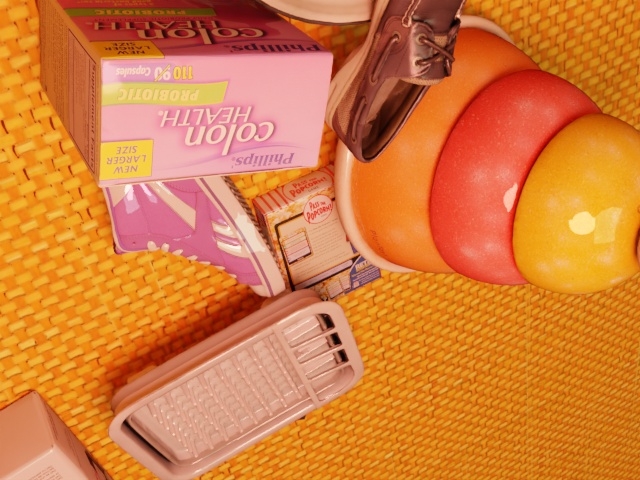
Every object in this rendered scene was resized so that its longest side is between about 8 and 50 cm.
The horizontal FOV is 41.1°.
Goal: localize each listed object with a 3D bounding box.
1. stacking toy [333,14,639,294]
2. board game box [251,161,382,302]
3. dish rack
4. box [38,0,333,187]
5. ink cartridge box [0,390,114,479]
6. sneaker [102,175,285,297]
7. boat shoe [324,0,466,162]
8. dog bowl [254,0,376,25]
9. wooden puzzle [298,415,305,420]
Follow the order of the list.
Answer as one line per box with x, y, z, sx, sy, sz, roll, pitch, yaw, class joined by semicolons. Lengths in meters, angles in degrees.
0.280;-0.046;0.993;0.350;0.479;0.351;-22;126;-34;stacking toy
0.000;0.000;1.164;0.146;0.045;0.194;-25;130;-15;board game box
-0.112;0.193;1.167;0.332;0.072;0.286;-30;148;-6;dish rack
-0.142;-0.165;0.829;0.213;0.243;0.117;-7;124;-27;box
-0.383;0.364;1.126;0.201;0.117;0.278;-31;132;-10;ink cartridge box
-0.161;-0.009;1.035;0.161;0.102;0.282;-32;126;0;sneaker
0.095;-0.193;0.869;0.102;0.092;0.285;-9;149;-39;boat shoe
0.017;-0.427;0.813;0.407;0.150;0.408;-17;128;-23;dog bowl
-0.042;0.265;1.347;0.083;0.006;0.049;-1;121;-31;wooden puzzle
